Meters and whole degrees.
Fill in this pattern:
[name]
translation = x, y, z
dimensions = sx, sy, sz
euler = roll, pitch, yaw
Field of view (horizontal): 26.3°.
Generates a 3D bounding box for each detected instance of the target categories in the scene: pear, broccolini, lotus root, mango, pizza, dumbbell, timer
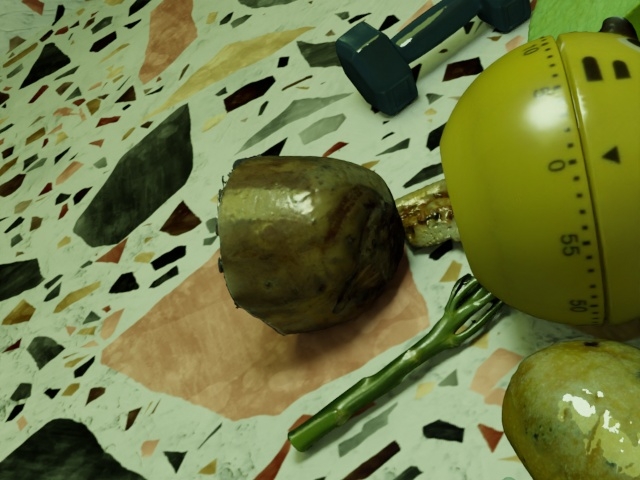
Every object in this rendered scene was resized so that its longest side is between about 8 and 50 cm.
[pear]
translation = 0.422, -0.339, 2.028
dimensions = 0.239, 0.139, 0.288
euler = -33, 33, 31
[broccolini]
translation = 0.117, 0.131, 1.735
dimensions = 0.392, 0.074, 0.079
euler = -36, 73, -1
[lotus root]
translation = 0.000, 0.000, 1.845
dimensions = 0.192, 0.272, 0.272
euler = 0, 44, 27
[mango]
translation = 0.315, 0.223, 1.346
dimensions = 0.176, 0.175, 0.329
euler = -57, 48, 21
[pizza]
translation = 0.197, -0.046, 1.896
dimensions = 0.271, 0.056, 0.134
euler = -1, 36, 42
[dumbbell]
translation = 0.184, -0.346, 2.229
dimensions = 0.316, 0.156, 0.143
euler = -36, 2, -5
[timer]
translation = 0.340, -0.082, 1.564
dimensions = 0.387, 0.376, 0.376
euler = -12, 36, 8

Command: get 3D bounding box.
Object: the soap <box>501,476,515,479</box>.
[soap]
translation = 0.142, 0.375, 1.348
dimensions = 0.265, 0.087, 0.160
euler = -39, 32, -9
